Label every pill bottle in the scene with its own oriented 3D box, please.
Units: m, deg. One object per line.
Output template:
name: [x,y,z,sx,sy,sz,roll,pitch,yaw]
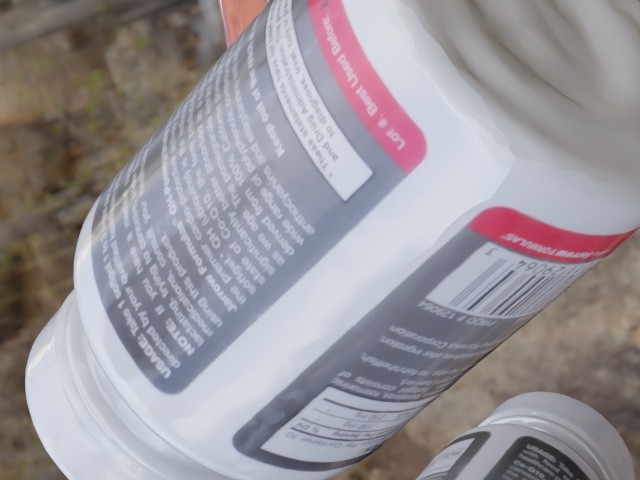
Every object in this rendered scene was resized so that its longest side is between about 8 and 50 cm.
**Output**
pill bottle: [0.127,0.239,1.451,0.283,0.161,0.161,-40,-65,-52]
pill bottle: [0.000,0.000,0.862,0.318,0.176,0.176,-44,59,36]

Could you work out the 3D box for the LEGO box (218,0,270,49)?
LEGO box: [0.170,-0.306,1.035,0.193,0.500,0.372,10,-114,-60]
